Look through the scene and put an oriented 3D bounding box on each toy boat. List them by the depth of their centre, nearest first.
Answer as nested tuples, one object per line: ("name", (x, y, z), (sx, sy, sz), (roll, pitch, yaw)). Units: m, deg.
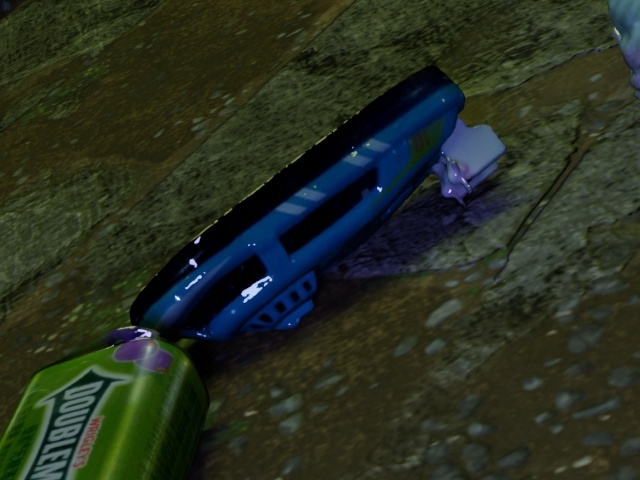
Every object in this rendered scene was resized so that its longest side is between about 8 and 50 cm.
("toy boat", (0.000, 0.000, 1.197), (0.299, 0.092, 0.134), (-39, -10, -7))

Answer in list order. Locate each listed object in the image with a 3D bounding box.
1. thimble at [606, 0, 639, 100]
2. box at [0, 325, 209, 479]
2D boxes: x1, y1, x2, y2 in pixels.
("thimble", (0.276, -0.211, 1.197), (0.150, 0.219, 0.219), (-20, 23, 12))
("box", (-0.159, 0.182, 0.963), (0.134, 0.097, 0.345), (-19, 23, 16))
